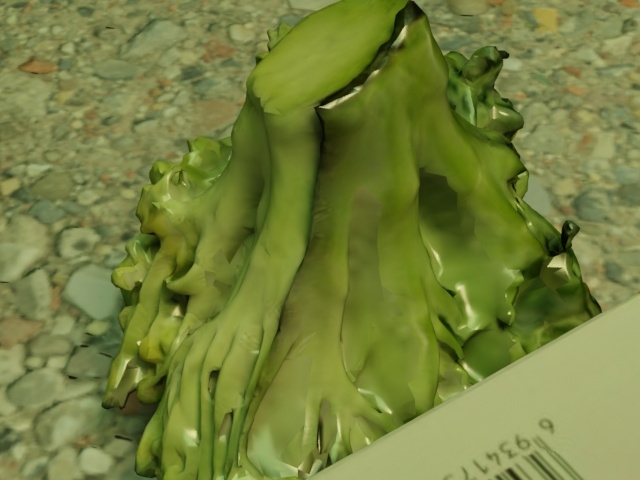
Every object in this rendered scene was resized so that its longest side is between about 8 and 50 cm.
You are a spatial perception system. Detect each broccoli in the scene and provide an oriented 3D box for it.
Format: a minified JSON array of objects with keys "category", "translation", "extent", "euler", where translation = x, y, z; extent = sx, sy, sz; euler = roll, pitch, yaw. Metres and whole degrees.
[{"category":"broccoli","translation":[0.000,0.000,0.609],"extent":[0.247,0.246,0.288],"euler":[-17,39,-2]}]

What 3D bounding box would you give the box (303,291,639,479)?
[{"category":"box","translation":[0.096,0.139,0.487],"extent":[0.299,0.200,0.106],"euler":[-25,49,-22]}]
